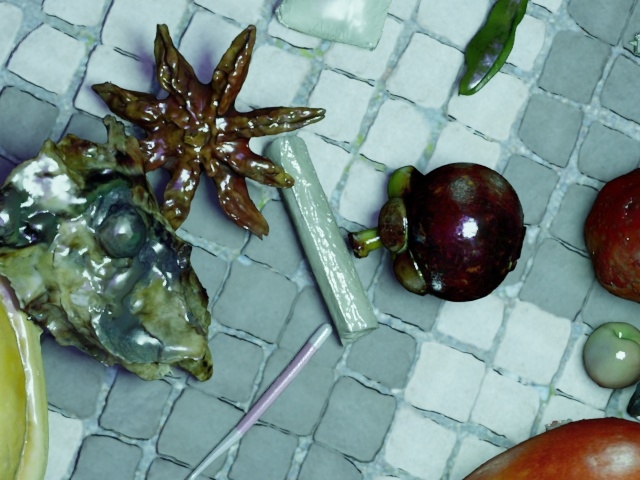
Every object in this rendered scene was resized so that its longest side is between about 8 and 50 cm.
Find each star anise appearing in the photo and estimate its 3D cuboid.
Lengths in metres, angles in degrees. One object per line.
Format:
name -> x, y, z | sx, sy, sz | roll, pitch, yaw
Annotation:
star anise -> -0.131, -0.115, 1.737 | 0.288, 0.088, 0.288 | 2, 109, 6

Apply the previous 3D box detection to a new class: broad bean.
broad bean -> 0.213, -0.260, 1.833 | 0.061, 0.046, 0.195 | 12, 82, 4

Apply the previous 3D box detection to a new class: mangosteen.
mangosteen -> 0.147, -0.018, 1.765 | 0.184, 0.172, 0.172 | 33, 84, 13

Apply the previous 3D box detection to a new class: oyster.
oyster -> -0.224, 0.048, 1.665 | 0.221, 0.096, 0.361 | -37, 122, -24

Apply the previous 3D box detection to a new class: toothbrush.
toothbrush -> -0.080, 0.209, 1.792 | 0.025, 0.020, 0.286 | 42, 84, -14

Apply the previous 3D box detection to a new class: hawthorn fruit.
hawthorn fruit -> 0.400, -0.008, 1.764 | 0.181, 0.235, 0.181 | 0, 80, -2

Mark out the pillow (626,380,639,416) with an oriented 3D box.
pillow -> 0.450, 0.108, 1.791 | 0.034, 0.189, 0.255 | 44, 84, 11

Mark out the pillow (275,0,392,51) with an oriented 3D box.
pillow -> 0.041, -0.344, 1.807 | 0.128, 0.051, 0.229 | 20, 88, -5

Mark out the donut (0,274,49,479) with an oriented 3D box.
donut -> -0.498, 0.173, 1.641 | 0.448, 0.198, 0.449 | 0, 90, -8

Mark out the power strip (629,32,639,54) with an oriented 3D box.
power strip -> 0.419, -0.240, 1.877 | 0.083, 0.017, 0.027 | 5, 87, -9

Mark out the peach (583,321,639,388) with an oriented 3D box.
peach -> 0.354, 0.139, 1.829 | 0.083, 0.083, 0.083 | 0, 89, -8

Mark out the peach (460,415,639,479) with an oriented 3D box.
peach -> 0.283, 0.365, 1.695 | 0.370, 0.370, 0.370 | 0, 89, -8

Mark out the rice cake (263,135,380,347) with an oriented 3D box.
rice cake -> 0.000, 0.000, 1.789 | 0.052, 0.057, 0.256 | -22, 89, -39
